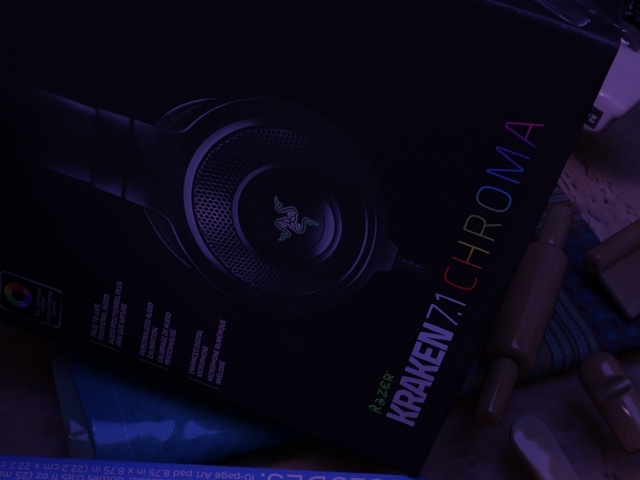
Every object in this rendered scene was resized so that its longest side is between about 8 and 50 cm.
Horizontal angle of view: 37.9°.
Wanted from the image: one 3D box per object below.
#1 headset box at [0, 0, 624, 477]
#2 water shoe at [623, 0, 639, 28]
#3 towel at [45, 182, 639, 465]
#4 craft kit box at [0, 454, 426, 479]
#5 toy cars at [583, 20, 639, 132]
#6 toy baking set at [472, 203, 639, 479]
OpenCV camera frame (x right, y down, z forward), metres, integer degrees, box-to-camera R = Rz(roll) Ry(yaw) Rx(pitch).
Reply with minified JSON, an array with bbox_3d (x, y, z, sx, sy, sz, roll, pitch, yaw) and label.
[{"bbox_3d":[-0.040,-0.056,0.443,0.283,0.246,0.131,21,37,4],"label":"headset box"},{"bbox_3d":[0.289,-0.219,0.831,0.203,0.073,0.080,-13,54,-20],"label":"water shoe"},{"bbox_3d":[0.000,0.000,0.606,0.370,0.040,0.271,-9,52,-21],"label":"towel"},{"bbox_3d":[-0.070,0.212,0.384,0.249,0.061,0.247,5,44,-4],"label":"craft kit box"},{"bbox_3d":[0.259,-0.122,0.719,0.393,0.087,0.176,9,48,-7],"label":"toy cars"},{"bbox_3d":[0.183,0.090,0.532,0.196,0.030,0.256,31,55,5],"label":"toy baking set"}]
